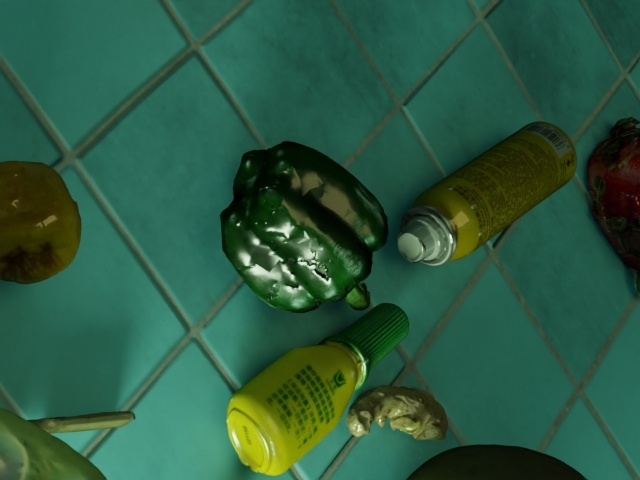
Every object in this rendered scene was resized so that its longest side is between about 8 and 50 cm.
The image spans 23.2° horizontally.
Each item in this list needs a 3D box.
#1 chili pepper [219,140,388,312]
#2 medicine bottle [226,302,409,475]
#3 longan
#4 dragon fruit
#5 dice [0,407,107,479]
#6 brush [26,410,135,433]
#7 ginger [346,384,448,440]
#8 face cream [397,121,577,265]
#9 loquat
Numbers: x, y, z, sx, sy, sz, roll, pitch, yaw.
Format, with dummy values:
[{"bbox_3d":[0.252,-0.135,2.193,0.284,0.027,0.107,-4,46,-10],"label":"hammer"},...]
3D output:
[{"bbox_3d":[0.000,0.000,1.844,0.261,0.165,0.174,41,41,-31],"label":"chili pepper"},{"bbox_3d":[0.007,0.163,1.859,0.309,0.076,0.111,-35,109,-43],"label":"medicine bottle"},{"bbox_3d":[0.210,0.379,1.835,0.297,0.297,0.297,15,68,-41],"label":"longan"},{"bbox_3d":[0.524,-0.062,2.377,0.211,0.147,0.282,5,73,-44],"label":"dragon fruit"},{"bbox_3d":[-0.341,0.288,1.363,0.254,0.250,0.252,36,56,-32],"label":"dice"},{"bbox_3d":[-0.297,0.198,1.581,0.248,0.043,0.036,1,84,-45],"label":"brush"},{"bbox_3d":[0.094,0.215,1.953,0.173,0.051,0.069,7,68,-38],"label":"ginger"},{"bbox_3d":[0.219,-0.057,2.108,0.349,0.105,0.105,-33,102,-45],"label":"face cream"},{"bbox_3d":[-0.312,-0.018,1.582,0.137,0.113,0.137,-2,94,-27],"label":"loquat"}]
